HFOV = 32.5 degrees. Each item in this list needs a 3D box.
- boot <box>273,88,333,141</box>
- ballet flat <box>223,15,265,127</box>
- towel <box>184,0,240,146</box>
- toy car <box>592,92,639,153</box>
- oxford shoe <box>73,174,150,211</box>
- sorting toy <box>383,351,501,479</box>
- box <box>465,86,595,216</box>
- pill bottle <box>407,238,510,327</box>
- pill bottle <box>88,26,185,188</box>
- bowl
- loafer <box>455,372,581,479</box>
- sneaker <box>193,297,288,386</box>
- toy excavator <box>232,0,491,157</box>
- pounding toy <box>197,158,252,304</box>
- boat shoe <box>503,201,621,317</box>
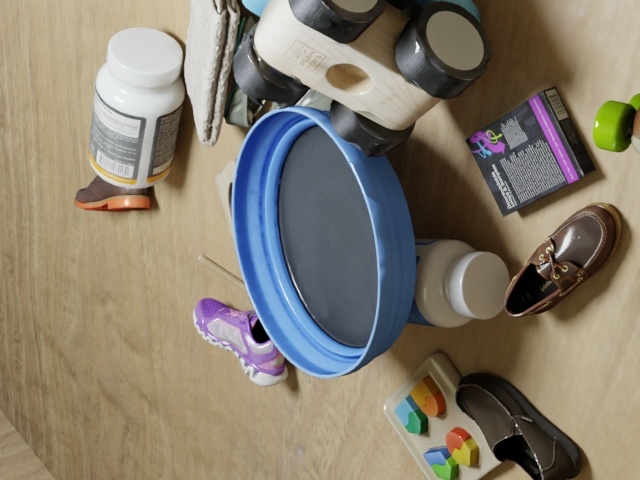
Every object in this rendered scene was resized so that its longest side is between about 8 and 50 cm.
[{"bbox_3d":[-0.002,-0.233,1.632,0.246,0.083,0.161,11,113,50],"label":"boot"},{"bbox_3d":[-0.110,-0.269,1.779,0.068,0.072,0.213,17,136,-1],"label":"ballet flat"},{"bbox_3d":[-0.183,-0.313,1.796,0.282,0.049,0.187,104,158,-43],"label":"towel"},{"bbox_3d":[0.379,-0.173,1.093,0.155,0.149,0.188,18,112,34],"label":"toy car"},{"bbox_3d":[-0.439,-0.111,2.321,0.271,0.097,0.098,0,90,50],"label":"oxford shoe"},{"bbox_3d":[0.187,0.297,1.720,0.193,0.038,0.208,56,145,16],"label":"sorting toy"},{"bbox_3d":[0.261,-0.108,1.382,0.162,0.029,0.116,-31,83,55],"label":"box"},{"bbox_3d":[0.155,0.059,1.544,0.221,0.124,0.124,2,111,55],"label":"pill bottle"},{"bbox_3d":[-0.335,-0.241,2.015,0.162,0.162,0.278,48,142,26],"label":"pill bottle"},{"bbox_3d":[0.000,0.000,1.569,0.391,0.077,0.391,27,122,52],"label":"bowl"},{"bbox_3d":[0.265,0.266,1.555,0.220,0.078,0.080,35,135,38],"label":"loafer"},{"bbox_3d":[-0.143,0.166,2.065,0.236,0.095,0.104,36,130,30],"label":"sneaker"},{"bbox_3d":[0.020,-0.393,1.398,0.433,0.445,0.222,26,148,-16],"label":"toy excavator"},{"bbox_3d":[-0.115,-0.007,1.851,0.154,0.155,0.269,2,111,59],"label":"pounding toy"},{"bbox_3d":[0.299,0.033,1.375,0.073,0.073,0.207,53,143,22],"label":"boat shoe"}]
